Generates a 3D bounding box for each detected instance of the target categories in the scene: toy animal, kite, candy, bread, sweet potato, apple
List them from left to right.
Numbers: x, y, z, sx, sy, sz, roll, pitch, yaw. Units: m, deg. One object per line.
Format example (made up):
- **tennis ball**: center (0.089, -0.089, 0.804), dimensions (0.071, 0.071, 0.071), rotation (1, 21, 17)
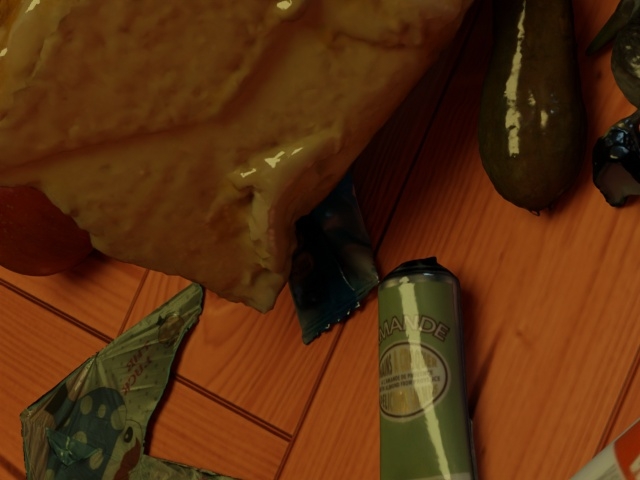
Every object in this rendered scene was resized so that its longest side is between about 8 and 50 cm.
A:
- **apple**: center (-0.253, -0.053, 1.282), dimensions (0.163, 0.139, 0.163), rotation (-19, 60, 37)
- **kite**: center (-0.163, 0.183, 1.174), dimensions (0.314, 0.011, 0.335), rotation (11, 80, 47)
- **bread**: center (-0.079, -0.215, 1.028), dimensions (0.390, 0.279, 0.371), rotation (-54, 31, 21)
- **candy**: center (0.000, -0.001, 1.078), dimensions (0.088, 0.038, 0.136), rotation (-32, 60, 35)
- **sweet potato**: center (0.135, -0.132, 0.965), dimensions (0.081, 0.062, 0.233), rotation (-22, 65, 42)
- **toy animal**: center (0.213, -0.101, 0.908), dimensions (0.105, 0.070, 0.202), rotation (-19, 51, 28)

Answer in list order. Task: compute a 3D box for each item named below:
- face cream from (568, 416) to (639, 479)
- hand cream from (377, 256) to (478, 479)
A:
- **face cream**: center (0.203, 0.132, 0.762), dimensions (0.345, 0.102, 0.102), rotation (-47, 45, 21)
- **hand cream**: center (0.068, 0.122, 0.943), dimensions (0.086, 0.055, 0.235), rotation (-16, 67, 43)
